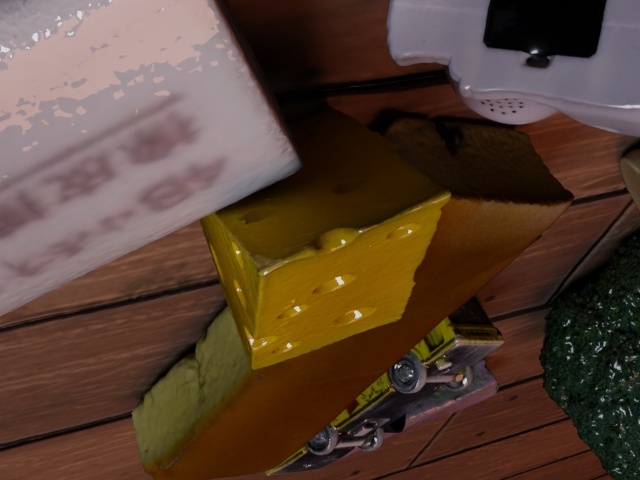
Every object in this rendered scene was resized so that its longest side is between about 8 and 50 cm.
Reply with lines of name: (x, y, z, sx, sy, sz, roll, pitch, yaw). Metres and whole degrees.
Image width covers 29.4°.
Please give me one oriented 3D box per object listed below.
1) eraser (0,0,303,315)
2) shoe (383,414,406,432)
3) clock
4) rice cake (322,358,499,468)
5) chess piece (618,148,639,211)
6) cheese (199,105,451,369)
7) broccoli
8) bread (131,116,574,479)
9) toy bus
eraser: (-0.155, -0.029, 0.511, 0.270, 0.094, 0.174, -27, 152, 2)
shoe: (0.060, 0.143, 1.073, 0.159, 0.053, 0.062, -42, 169, 24)
clock: (0.132, -0.093, 0.599, 0.176, 0.080, 0.117, 10, 179, 25)
rice cake: (0.072, 0.168, 1.160, 0.207, 0.036, 0.047, -23, 145, -5)
chess piece: (0.309, -0.065, 0.878, 0.170, 0.094, 0.094, -33, 155, 0)
cheese: (0.000, 0.000, 0.591, 0.093, 0.126, 0.171, -19, -176, -11)
broccoli: (0.340, 0.101, 1.077, 0.297, 0.297, 0.297, -55, 180, -44)
bread: (0.003, 0.056, 0.833, 0.138, 0.077, 0.361, -2, 146, -42)
toy bus: (0.043, 0.119, 0.995, 0.081, 0.074, 0.226, 7, 141, -47)
